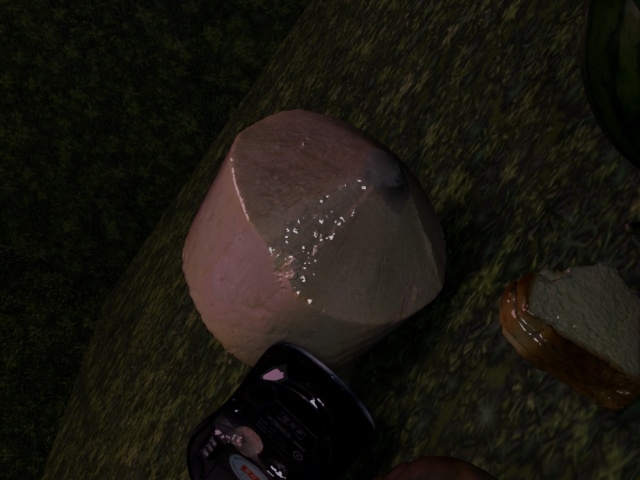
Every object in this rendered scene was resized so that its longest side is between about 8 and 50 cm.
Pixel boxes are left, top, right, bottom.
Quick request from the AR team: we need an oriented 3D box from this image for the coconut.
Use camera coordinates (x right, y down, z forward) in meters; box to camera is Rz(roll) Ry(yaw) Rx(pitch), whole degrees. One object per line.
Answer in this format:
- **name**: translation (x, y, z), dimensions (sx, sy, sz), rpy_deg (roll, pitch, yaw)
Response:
- **coconut**: translation (0.000, 0.000, 1.126), dimensions (0.244, 0.239, 0.239), rpy_deg (-52, 16, 47)

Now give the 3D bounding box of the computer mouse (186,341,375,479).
- **computer mouse**: translation (-0.033, 0.184, 1.086), dimensions (0.233, 0.137, 0.096), rpy_deg (-50, -2, 40)

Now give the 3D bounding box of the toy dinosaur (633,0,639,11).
- **toy dinosaur**: translation (0.191, 0.031, 0.477), dimensions (0.447, 0.087, 0.301), rpy_deg (43, 113, 50)

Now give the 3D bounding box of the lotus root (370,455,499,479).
- **lotus root**: translation (0.022, 0.324, 0.684), dimensions (0.390, 0.111, 0.375), rpy_deg (-55, 17, 19)

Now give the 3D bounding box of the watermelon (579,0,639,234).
- **watermelon**: translation (0.236, -0.100, 0.638), dimensions (0.188, 0.188, 0.215), rpy_deg (-134, 57, -75)

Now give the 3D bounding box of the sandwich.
- **sandwich**: translation (0.161, 0.049, 0.749), dimensions (0.036, 0.105, 0.093), rpy_deg (-45, 24, 43)
